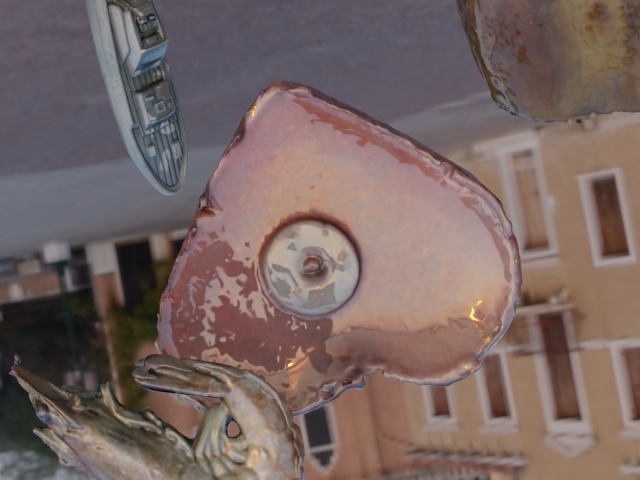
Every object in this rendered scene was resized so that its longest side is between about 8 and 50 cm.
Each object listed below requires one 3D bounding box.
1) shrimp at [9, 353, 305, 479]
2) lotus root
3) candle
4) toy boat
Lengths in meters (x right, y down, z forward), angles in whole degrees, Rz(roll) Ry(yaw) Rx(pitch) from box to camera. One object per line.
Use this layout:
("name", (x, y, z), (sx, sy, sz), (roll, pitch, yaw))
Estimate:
("shrimp", (-0.110, 0.127, 0.901), (0.223, 0.126, 0.047), (32, -176, -12))
("lotus root", (0.120, -0.126, 0.649), (0.095, 0.135, 0.159), (-45, -133, -14))
("candle", (0.000, 0.000, 1.117), (0.316, 0.287, 0.131), (-21, -170, 6))
("toy boat", (-0.193, -0.168, 1.415), (0.085, 0.261, 0.078), (13, -145, 43))
